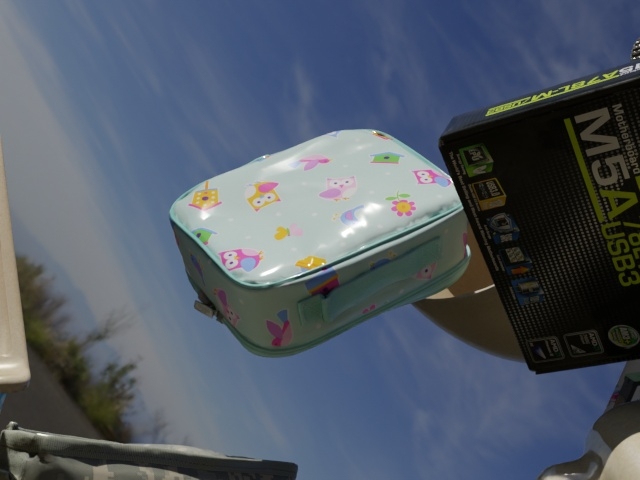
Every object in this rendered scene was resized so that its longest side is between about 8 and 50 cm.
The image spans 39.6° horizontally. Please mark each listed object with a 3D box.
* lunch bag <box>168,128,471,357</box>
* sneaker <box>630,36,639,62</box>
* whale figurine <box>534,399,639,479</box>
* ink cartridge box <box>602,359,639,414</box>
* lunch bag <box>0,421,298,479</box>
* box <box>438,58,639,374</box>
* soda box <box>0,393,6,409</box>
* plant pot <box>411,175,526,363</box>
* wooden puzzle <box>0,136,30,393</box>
[{"bbox_3d":[0.000,0.000,0.896,0.224,0.279,0.108,43,-32,44],"label":"lunch bag"},{"bbox_3d":[0.458,-0.204,1.188,0.073,0.063,0.162,26,54,-59],"label":"sneaker"},{"bbox_3d":[0.217,0.168,0.468,0.216,0.272,0.141,-3,-89,27],"label":"whale figurine"},{"bbox_3d":[0.373,0.201,0.833,0.201,0.278,0.117,-8,-53,50],"label":"ink cartridge box"},{"bbox_3d":[-0.163,0.274,0.690,0.169,0.235,0.287,-3,-18,31],"label":"lunch bag"},{"bbox_3d":[0.193,-0.013,0.564,0.184,0.045,0.191,-12,-67,31],"label":"box"},{"bbox_3d":[-0.363,0.087,0.744,0.210,0.071,0.067,15,-7,15],"label":"soda box"},{"bbox_3d":[0.246,0.029,0.997,0.191,0.284,0.284,51,-13,-23],"label":"plant pot"},{"bbox_3d":[-0.308,-0.001,0.562,0.044,0.221,0.239,-60,-140,44],"label":"wooden puzzle"}]
